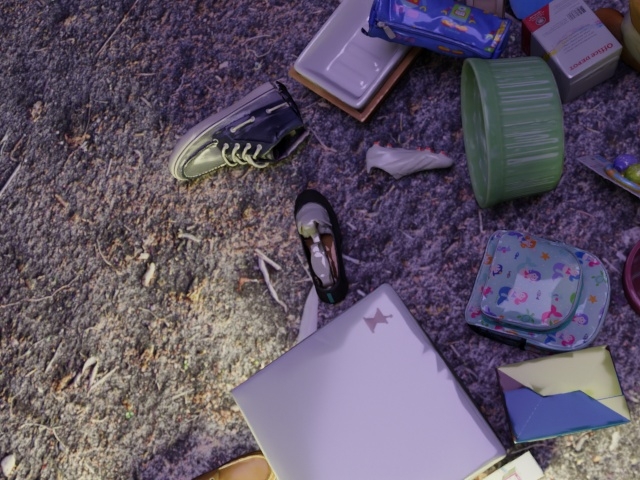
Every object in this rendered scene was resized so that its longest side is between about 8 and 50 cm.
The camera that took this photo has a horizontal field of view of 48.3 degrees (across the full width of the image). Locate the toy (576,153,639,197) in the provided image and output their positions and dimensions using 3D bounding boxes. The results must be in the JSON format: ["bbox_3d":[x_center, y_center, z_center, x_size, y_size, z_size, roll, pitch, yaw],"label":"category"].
[{"bbox_3d":[0.637,-0.121,1.403,0.237,0.137,0.056,42,121,25],"label":"toy"}]

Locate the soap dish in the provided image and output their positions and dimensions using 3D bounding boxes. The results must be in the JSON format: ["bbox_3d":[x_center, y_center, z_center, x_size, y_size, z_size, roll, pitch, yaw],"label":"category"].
[{"bbox_3d":[0.102,-0.431,1.655,0.229,0.118,0.291,36,85,21],"label":"soap dish"}]

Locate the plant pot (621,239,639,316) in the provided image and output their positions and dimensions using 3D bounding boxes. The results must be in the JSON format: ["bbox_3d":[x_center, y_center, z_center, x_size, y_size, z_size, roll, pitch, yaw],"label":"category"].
[{"bbox_3d":[0.678,0.056,1.330,0.201,0.180,0.201,-4,74,14],"label":"plant pot"}]

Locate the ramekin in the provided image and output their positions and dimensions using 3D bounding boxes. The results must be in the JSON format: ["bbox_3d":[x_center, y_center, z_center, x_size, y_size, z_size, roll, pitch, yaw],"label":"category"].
[{"bbox_3d":[0.380,-0.222,1.432,0.148,0.303,0.304,-7,72,4],"label":"ramekin"}]

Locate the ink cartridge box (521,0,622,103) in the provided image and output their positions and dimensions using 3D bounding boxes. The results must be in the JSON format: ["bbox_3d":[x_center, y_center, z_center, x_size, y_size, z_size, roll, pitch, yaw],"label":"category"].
[{"bbox_3d":[0.534,-0.412,1.531,0.128,0.127,0.176,-30,69,5],"label":"ink cartridge box"}]

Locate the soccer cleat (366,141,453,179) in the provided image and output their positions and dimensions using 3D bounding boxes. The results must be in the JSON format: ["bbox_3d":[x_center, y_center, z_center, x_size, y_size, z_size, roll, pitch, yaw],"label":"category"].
[{"bbox_3d":[0.197,-0.171,1.588,0.196,0.068,0.076,9,92,18],"label":"soccer cleat"}]

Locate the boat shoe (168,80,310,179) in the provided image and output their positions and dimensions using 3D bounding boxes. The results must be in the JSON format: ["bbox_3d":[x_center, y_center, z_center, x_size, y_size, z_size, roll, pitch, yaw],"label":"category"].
[{"bbox_3d":[-0.186,-0.221,1.661,0.340,0.127,0.158,-37,61,1],"label":"boat shoe"}]

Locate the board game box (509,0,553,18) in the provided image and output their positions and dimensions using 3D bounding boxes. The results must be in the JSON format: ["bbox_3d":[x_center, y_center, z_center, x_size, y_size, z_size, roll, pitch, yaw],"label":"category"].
[{"bbox_3d":[0.508,-0.566,1.617,0.168,0.033,0.133,5,103,1],"label":"board game box"}]

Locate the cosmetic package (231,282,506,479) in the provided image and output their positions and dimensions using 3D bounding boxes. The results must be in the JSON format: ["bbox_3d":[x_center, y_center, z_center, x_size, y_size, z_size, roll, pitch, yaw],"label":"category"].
[{"bbox_3d":[0.109,0.330,1.284,0.327,0.394,0.329,-35,68,3],"label":"cosmetic package"}]

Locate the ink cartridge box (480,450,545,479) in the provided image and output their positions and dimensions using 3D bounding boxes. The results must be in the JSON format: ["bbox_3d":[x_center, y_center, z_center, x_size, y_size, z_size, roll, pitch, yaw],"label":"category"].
[{"bbox_3d":[0.357,0.451,1.346,0.122,0.088,0.052,-32,66,3],"label":"ink cartridge box"}]

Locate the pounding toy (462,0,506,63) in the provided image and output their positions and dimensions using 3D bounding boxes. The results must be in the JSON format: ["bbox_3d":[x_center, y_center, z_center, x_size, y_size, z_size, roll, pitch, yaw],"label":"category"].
[{"bbox_3d":[0.340,-0.540,1.605,0.154,0.154,0.270,5,75,16],"label":"pounding toy"}]

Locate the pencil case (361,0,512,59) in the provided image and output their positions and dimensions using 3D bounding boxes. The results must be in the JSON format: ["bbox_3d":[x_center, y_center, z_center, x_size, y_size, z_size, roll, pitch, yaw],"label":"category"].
[{"bbox_3d":[0.244,-0.450,1.506,0.306,0.119,0.133,19,50,4],"label":"pencil case"}]

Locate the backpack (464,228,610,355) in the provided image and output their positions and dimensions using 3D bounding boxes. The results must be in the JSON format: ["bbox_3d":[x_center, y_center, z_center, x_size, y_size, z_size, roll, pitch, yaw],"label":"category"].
[{"bbox_3d":[0.426,0.103,1.386,0.253,0.191,0.225,19,79,14],"label":"backpack"}]

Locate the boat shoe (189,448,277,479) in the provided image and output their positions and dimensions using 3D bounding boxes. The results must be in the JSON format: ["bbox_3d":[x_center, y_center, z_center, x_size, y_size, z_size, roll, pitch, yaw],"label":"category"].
[{"bbox_3d":[-0.221,0.530,1.465,0.307,0.104,0.111,-33,69,3],"label":"boat shoe"}]

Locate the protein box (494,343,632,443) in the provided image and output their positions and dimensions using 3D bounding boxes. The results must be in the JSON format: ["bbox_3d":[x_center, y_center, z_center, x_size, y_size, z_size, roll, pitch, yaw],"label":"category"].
[{"bbox_3d":[0.436,0.289,1.312,0.199,0.201,0.136,-14,71,10],"label":"protein box"}]

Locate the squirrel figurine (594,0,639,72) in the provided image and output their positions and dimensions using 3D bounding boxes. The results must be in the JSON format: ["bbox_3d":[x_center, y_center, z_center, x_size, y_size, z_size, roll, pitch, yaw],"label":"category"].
[{"bbox_3d":[0.814,-0.454,1.395,0.370,0.281,0.397,-41,86,8],"label":"squirrel figurine"}]

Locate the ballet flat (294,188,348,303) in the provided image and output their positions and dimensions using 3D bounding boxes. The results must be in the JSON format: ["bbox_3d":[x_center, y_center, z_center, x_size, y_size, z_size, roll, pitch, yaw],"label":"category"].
[{"bbox_3d":[0.000,0.000,1.567,0.095,0.096,0.281,-21,70,8],"label":"ballet flat"}]
